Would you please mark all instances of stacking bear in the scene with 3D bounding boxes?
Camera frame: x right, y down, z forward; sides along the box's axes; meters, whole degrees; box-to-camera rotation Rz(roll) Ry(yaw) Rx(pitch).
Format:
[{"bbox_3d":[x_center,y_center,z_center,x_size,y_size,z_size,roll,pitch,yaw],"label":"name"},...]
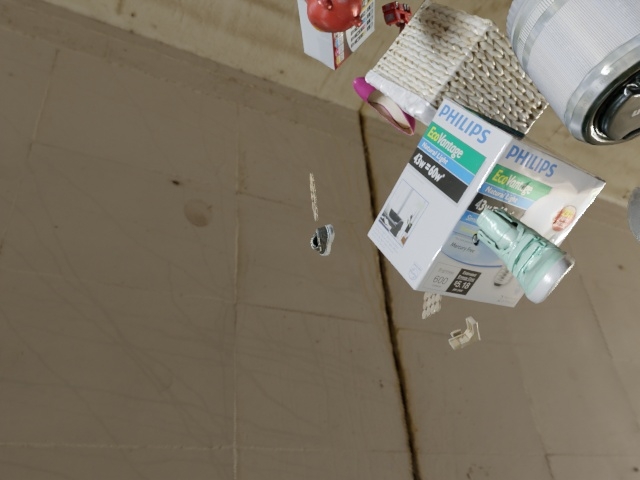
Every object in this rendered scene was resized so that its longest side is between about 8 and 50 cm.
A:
[{"bbox_3d":[0.013,-0.551,1.088,0.176,0.164,0.288,18,-132,-39],"label":"stacking bear"}]

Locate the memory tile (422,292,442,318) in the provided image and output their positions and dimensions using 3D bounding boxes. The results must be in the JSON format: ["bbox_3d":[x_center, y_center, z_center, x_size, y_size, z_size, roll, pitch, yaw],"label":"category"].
[{"bbox_3d":[0.422,0.229,1.943,0.012,0.148,0.113,14,-115,-9],"label":"memory tile"}]

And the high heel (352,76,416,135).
[{"bbox_3d":[0.202,-0.418,1.617,0.244,0.082,0.117,32,-145,-31],"label":"high heel"}]

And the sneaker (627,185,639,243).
[{"bbox_3d":[0.946,-0.029,1.413,0.147,0.105,0.295,-28,-90,-38],"label":"sneaker"}]

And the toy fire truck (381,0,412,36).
[{"bbox_3d":[0.265,-0.688,1.664,0.192,0.047,0.135,-26,-74,-54],"label":"toy fire truck"}]

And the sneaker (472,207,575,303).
[{"bbox_3d":[0.324,0.015,0.867,0.151,0.094,0.256,37,-166,7],"label":"sneaker"}]

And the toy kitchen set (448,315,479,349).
[{"bbox_3d":[0.419,0.269,1.547,0.083,0.075,0.068,-22,-148,-5],"label":"toy kitchen set"}]

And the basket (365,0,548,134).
[{"bbox_3d":[0.359,-0.401,1.336,0.329,0.266,0.331,25,-159,-33],"label":"basket"}]

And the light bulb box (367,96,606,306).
[{"bbox_3d":[0.366,-0.071,1.166,0.358,0.360,0.225,12,-153,-34],"label":"light bulb box"}]

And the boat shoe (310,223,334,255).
[{"bbox_3d":[0.000,0.000,1.912,0.070,0.219,0.077,-10,-112,-10],"label":"boat shoe"}]

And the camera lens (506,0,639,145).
[{"bbox_3d":[0.455,-0.308,0.831,0.220,0.219,0.274,4,-128,-32],"label":"camera lens"}]

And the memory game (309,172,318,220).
[{"bbox_3d":[-0.026,-0.165,1.963,0.012,0.186,0.186,-7,-129,-3],"label":"memory game"}]

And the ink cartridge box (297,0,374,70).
[{"bbox_3d":[0.070,-0.706,1.478,0.130,0.309,0.271,36,-106,18],"label":"ink cartridge box"}]
